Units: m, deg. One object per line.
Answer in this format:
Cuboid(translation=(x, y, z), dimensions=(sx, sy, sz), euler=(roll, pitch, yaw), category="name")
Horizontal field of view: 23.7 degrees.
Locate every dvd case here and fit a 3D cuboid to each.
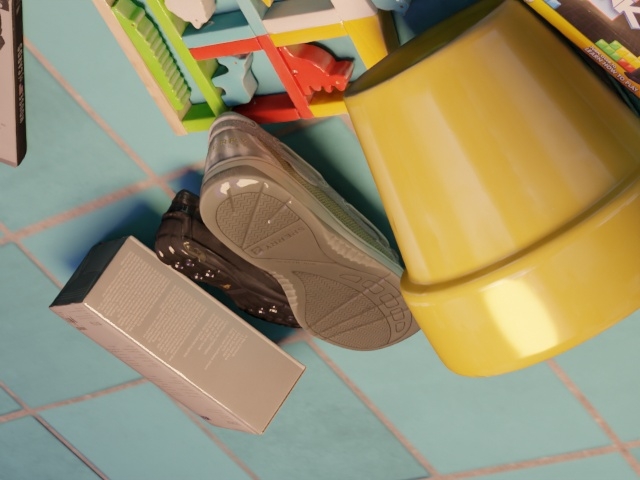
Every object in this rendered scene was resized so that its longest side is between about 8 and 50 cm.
Cuboid(translation=(-0.378, -0.186, 1.508), dimensions=(0.179, 0.029, 0.238), euler=(20, 141, 7), category="dvd case")

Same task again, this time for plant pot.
Cuboid(translation=(0.147, -0.058, 1.216), dimensions=(0.254, 0.254, 0.239), euler=(-23, 104, 43), category="plant pot")

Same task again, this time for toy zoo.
Cuboid(translation=(-0.049, -0.186, 1.329), dimensions=(0.293, 0.030, 0.192), euler=(-4, 132, 32), category="toy zoo")

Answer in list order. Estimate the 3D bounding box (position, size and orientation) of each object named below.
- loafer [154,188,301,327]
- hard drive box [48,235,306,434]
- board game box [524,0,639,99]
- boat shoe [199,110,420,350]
Cuboid(translation=(-0.071, 0.023, 1.541), dimensions=(0.076, 0.078, 0.223), euler=(-8, 148, 44), category="loafer")
Cuboid(translation=(-0.155, 0.102, 1.610), dimensions=(0.232, 0.089, 0.181), euler=(39, 165, -15), category="hard drive box")
Cuboid(translation=(0.231, -0.197, 1.121), dimensions=(0.170, 0.048, 0.141), euler=(37, 140, -13), category="board game box")
Cuboid(translation=(-0.003, 0.000, 1.457), dimensions=(0.118, 0.103, 0.320), euler=(-27, 135, 24), category="boat shoe")
